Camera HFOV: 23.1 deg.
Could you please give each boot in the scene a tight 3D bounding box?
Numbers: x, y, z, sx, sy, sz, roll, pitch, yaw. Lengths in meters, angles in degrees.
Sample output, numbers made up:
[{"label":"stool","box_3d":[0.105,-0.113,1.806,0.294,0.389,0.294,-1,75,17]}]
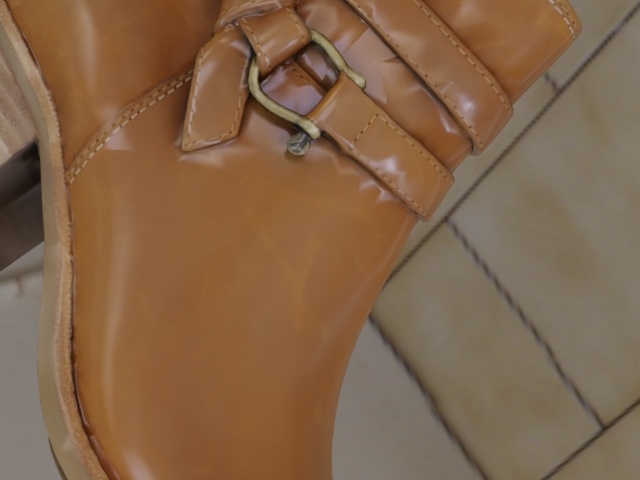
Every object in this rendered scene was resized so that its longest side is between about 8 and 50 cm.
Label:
[{"label":"boot","box_3d":[0.000,0.000,0.515,0.283,0.220,0.109,51,171,19]}]
